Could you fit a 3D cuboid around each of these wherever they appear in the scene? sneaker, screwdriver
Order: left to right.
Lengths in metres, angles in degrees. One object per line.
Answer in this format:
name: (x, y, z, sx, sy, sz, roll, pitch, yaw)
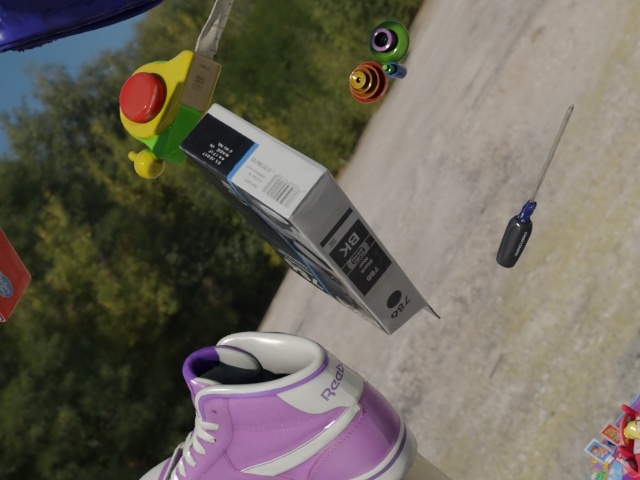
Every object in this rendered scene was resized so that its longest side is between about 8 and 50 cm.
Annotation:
sneaker: (-0.080, 0.150, 0.803, 0.282, 0.161, 0.102, -27, 31, 29)
screwdriver: (0.195, -0.045, 0.895, 0.024, 0.025, 0.170, -70, 2, -58)

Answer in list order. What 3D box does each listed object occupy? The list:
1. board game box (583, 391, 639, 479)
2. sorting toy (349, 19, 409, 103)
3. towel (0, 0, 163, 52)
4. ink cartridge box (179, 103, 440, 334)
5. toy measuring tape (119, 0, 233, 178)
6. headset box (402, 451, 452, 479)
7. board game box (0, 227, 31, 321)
board game box: (0.282, 0.160, 0.834, 0.169, 0.033, 0.133, -53, 24, 8)
sorting toy: (0.066, -0.206, 1.163, 0.042, 0.061, 0.102, -2, -63, -60)
towel: (-0.264, -0.349, 0.956, 0.227, 0.308, 0.076, -25, 10, -27)
ink cartridge box: (0.000, 0.000, 1.038, 0.065, 0.165, 0.333, -52, -37, -7)
toy measuring tape: (-0.197, -0.245, 1.382, 0.121, 0.121, 0.330, -133, 62, -86)
headset box: (0.098, 0.355, 1.298, 0.131, 0.283, 0.246, -52, -8, 4)
board game box: (-0.457, -0.052, 0.978, 0.316, 0.242, 0.064, 73, -152, -44)
